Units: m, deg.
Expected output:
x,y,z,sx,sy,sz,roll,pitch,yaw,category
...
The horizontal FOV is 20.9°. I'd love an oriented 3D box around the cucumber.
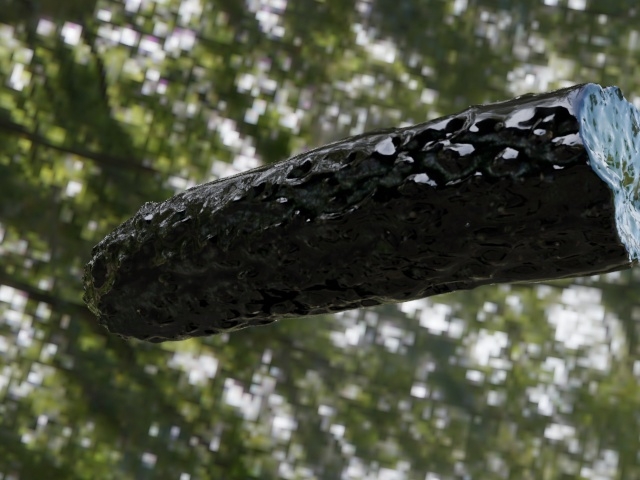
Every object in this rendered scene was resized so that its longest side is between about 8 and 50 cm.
x,y,z,sx,sy,sz,roll,pitch,yaw,category
-0.001,-0.001,0.695,0.300,0.072,0.072,-13,-34,38,cucumber
